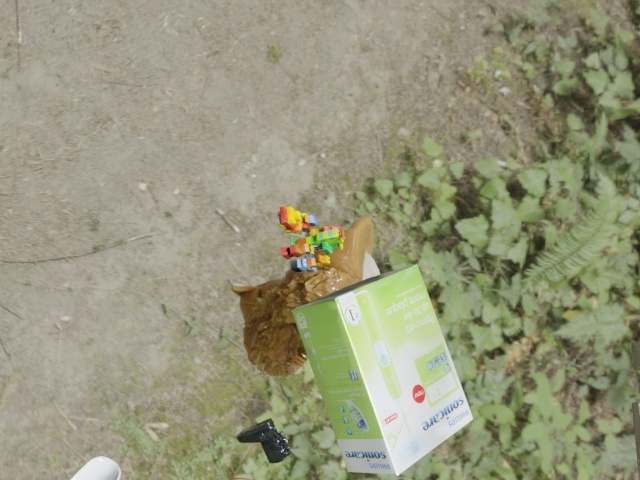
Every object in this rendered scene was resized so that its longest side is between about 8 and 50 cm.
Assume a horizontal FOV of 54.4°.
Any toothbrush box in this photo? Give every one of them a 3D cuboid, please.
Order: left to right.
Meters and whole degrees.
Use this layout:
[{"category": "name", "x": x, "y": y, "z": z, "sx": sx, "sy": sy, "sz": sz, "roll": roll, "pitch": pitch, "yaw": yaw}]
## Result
[{"category": "toothbrush box", "x": 0.105, "y": 0.207, "z": 1.032, "sx": 0.206, "sy": 0.122, "sz": 0.283, "roll": -17, "pitch": 88, "yaw": -41}]

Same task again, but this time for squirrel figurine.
[{"category": "squirrel figurine", "x": -0.056, "y": 0.148, "z": 1.476, "sx": 0.397, "sy": 0.371, "sz": 0.280, "roll": -33, "pitch": 107, "yaw": -64}]

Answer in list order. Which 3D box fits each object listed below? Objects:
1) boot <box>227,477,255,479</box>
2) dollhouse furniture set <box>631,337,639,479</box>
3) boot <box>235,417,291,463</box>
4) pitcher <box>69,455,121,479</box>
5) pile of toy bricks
[{"category": "boot", "x": -0.142, "y": 0.706, "z": 1.490, "sx": 0.283, "sy": 0.220, "sz": 0.109, "roll": 44, "pitch": 95, "yaw": 4}, {"category": "dollhouse furniture set", "x": 0.509, "y": 0.206, "z": 0.633, "sx": 0.174, "sy": 0.303, "sz": 0.355, "roll": 7, "pitch": 76, "yaw": -23}, {"category": "boot", "x": -0.135, "y": 0.488, "z": 1.490, "sx": 0.099, "sy": 0.121, "sz": 0.045, "roll": 60, "pitch": 23, "yaw": -2}, {"category": "pitcher", "x": -0.367, "y": 0.465, "z": 0.962, "sx": 0.178, "sy": 0.125, "sz": 0.207, "roll": -26, "pitch": 125, "yaw": -31}, {"category": "pile of toy bricks", "x": 0.000, "y": 0.000, "z": 1.204, "sx": 0.212, "sy": 0.105, "sz": 0.118, "roll": 41, "pitch": 39, "yaw": -65}]
